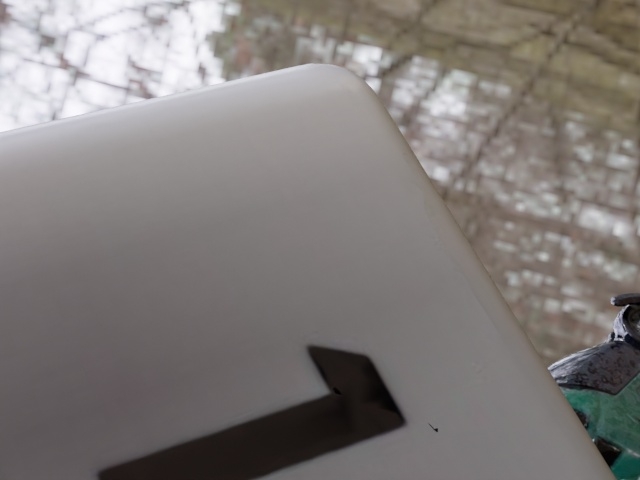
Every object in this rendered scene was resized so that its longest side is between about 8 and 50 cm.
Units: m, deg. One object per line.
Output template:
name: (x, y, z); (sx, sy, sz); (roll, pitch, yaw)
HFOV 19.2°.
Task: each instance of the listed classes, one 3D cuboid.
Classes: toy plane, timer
toy plane: (0.155, 0.106, 1.071); (0.155, 0.382, 0.106); (-81, 16, -48)
timer: (-0.057, 0.097, 0.458); (0.195, 0.194, 0.192); (-17, -27, -30)
